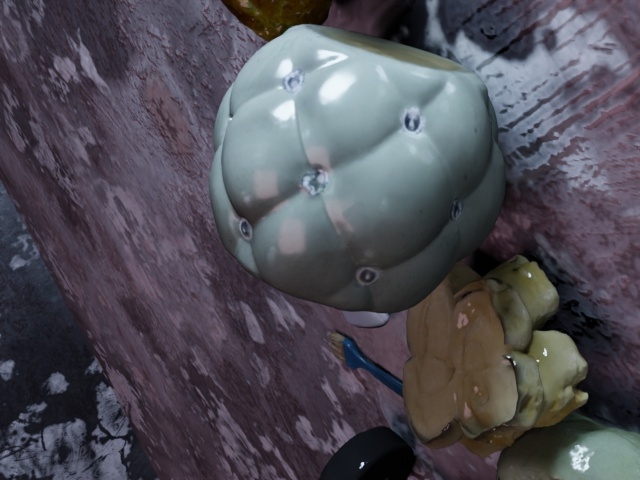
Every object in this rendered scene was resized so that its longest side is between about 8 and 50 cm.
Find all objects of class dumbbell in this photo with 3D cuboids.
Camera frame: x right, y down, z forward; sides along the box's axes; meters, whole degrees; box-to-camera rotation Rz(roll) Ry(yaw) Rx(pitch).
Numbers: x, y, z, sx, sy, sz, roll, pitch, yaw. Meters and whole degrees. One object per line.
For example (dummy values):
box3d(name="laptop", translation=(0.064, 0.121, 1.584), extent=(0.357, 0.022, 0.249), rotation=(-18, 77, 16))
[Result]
box3d(name="dumbbell", translation=(0.114, 0.368, 1.167), extent=(0.218, 0.152, 0.152), rotation=(37, 149, 35))

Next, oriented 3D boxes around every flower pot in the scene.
box3d(name="flower pot", translation=(0.029, -0.064, 0.715), extent=(0.246, 0.246, 0.195), rotation=(33, 114, 40))

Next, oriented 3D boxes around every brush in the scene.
box3d(name="brush", translation=(0.070, 0.173, 1.177), extent=(0.164, 0.014, 0.051), rotation=(32, 147, 40))

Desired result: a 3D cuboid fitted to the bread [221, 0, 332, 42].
box3d(name="bread", translation=(-0.029, -0.259, 0.736), extent=(0.132, 0.103, 0.172), rotation=(47, 150, 4))

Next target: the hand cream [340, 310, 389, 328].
box3d(name="hand cream", translation=(0.000, 0.000, 1.053), extent=(0.255, 0.048, 0.079), rotation=(59, 153, -8))

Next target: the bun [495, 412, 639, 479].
box3d(name="bun", translation=(0.260, 0.241, 0.806), extent=(0.195, 0.118, 0.195), rotation=(34, 147, 26))

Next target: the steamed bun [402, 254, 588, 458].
box3d(name="steamed bun", translation=(0.160, 0.102, 0.812), extent=(0.177, 0.106, 0.192), rotation=(-44, 47, 53))
